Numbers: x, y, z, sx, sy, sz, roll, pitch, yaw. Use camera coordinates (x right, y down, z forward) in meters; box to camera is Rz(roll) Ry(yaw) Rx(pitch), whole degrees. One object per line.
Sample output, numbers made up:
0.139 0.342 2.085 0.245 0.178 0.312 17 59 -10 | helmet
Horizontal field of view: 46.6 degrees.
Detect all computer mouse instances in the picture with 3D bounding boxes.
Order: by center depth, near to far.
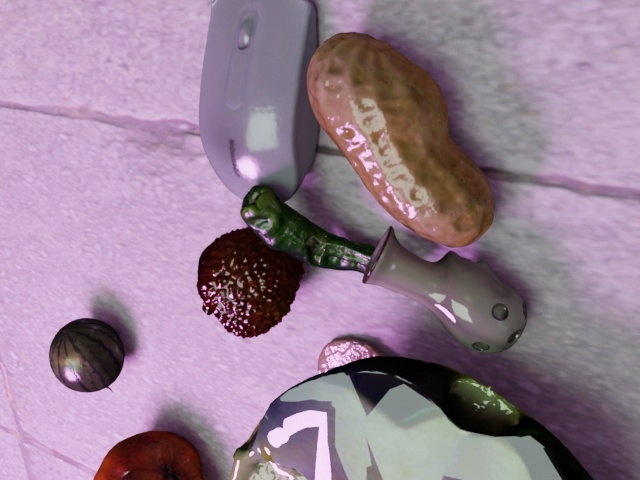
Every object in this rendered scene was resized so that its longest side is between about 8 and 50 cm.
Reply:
-0.066 -0.145 0.756 0.128 0.079 0.231 10 114 30 | computer mouse

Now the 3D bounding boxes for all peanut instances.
0.074 -0.090 0.665 0.108 0.095 0.226 -34 92 37 | peanut

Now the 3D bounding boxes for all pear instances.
0.105 0.300 0.762 0.399 0.165 0.398 2 94 24 | pear

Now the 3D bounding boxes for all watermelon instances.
-0.337 0.178 1.092 0.105 0.105 0.133 0 125 36 | watermelon

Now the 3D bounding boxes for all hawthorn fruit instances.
-0.258 0.366 1.091 0.179 0.173 0.173 2 113 35 | hawthorn fruit

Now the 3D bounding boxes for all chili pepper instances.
0.001 0.003 0.764 0.182 0.050 0.073 23 157 -5 | chili pepper

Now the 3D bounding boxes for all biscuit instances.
0.046 0.166 0.864 0.120 0.015 0.120 16 120 30 | biscuit

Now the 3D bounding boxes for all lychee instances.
-0.079 0.044 0.829 0.129 0.123 0.123 -25 96 32 | lychee

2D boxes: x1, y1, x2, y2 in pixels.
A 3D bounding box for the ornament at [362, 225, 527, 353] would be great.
0.121 0.047 0.696 0.156 0.075 0.081 28 90 -1 | ornament
